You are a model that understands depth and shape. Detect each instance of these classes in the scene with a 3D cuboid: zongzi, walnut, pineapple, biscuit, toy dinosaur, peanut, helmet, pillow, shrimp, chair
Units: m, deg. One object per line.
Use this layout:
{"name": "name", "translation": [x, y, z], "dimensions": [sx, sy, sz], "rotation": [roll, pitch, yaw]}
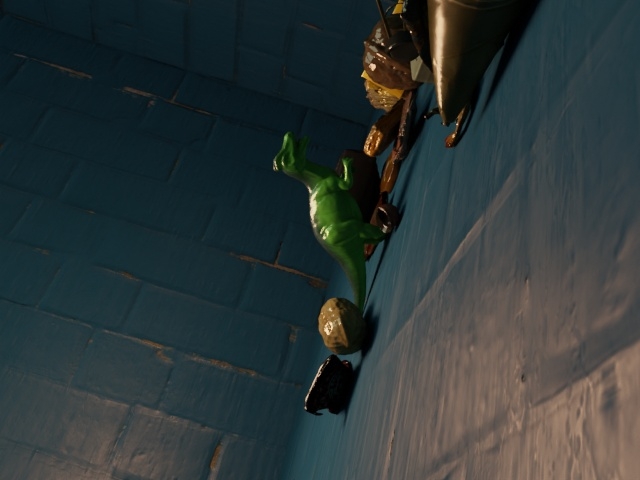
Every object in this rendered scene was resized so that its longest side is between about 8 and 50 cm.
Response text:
{"name": "zongzi", "translation": [0.262, -0.471, 1.028], "dimensions": [0.418, 0.181, 0.447], "rotation": [97, -173, -46]}
{"name": "walnut", "translation": [0.229, -0.541, 1.787], "dimensions": [0.224, 0.224, 0.224], "rotation": [-163, 90, -88]}
{"name": "pineapple", "translation": [0.249, -0.503, 2.135], "dimensions": [0.236, 0.186, 0.114], "rotation": [16, -99, -51]}
{"name": "biscuit", "translation": [0.222, -0.220, 2.001], "dimensions": [0.236, 0.039, 0.180], "rotation": [-112, 40, -84]}
{"name": "biscuit", "translation": [0.030, 0.372, 1.593], "dimensions": [0.235, 0.063, 0.151], "rotation": [44, -121, -67]}
{"name": "toy dinosaur", "translation": [0.000, 0.000, 1.674], "dimensions": [0.144, 0.374, 0.500], "rotation": [-129, 58, -78]}
{"name": "peanut", "translation": [0.055, 0.214, 1.570], "dimensions": [0.136, 0.120, 0.298], "rotation": [62, 178, -1]}
{"name": "helmet", "translation": [0.176, -0.062, 1.588], "dimensions": [0.049, 0.065, 0.084], "rotation": [-33, -25, -19]}
{"name": "pillow", "translation": [0.207, -0.399, 1.097], "dimensions": [0.255, 0.034, 0.189], "rotation": [34, -111, -56]}
{"name": "shrimp", "translation": [0.253, -0.235, 1.174], "dimensions": [0.178, 0.034, 0.124], "rotation": [-111, 31, -81]}
{"name": "chair", "translation": [0.202, -0.520, 1.531], "dimensions": [0.095, 0.104, 0.221], "rotation": [56, -153, -48]}
{"name": "biscuit", "translation": [0.212, -0.345, 1.890], "dimensions": [0.379, 0.054, 0.094], "rotation": [-49, -18, -59]}
{"name": "pillow", "translation": [0.240, -0.310, 1.774], "dimensions": [0.248, 0.049, 0.135], "rotation": [81, -155, -74]}

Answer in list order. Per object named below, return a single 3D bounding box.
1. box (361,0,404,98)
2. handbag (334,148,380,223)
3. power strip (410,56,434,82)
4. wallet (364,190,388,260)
{"name": "box", "translation": [0.255, -0.604, 1.975], "dimensions": [0.269, 0.152, 0.043], "rotation": [-60, -4, 32]}
{"name": "handbag", "translation": [0.094, -0.126, 2.118], "dimensions": [0.275, 0.178, 0.302], "rotation": [75, -150, -70]}
{"name": "power strip", "translation": [0.305, -0.557, 1.559], "dimensions": [0.229, 0.141, 0.261], "rotation": [108, 164, -60]}
{"name": "wallet", "translation": [0.167, -0.032, 1.922], "dimensions": [0.255, 0.031, 0.137], "rotation": [106, 176, -60]}
